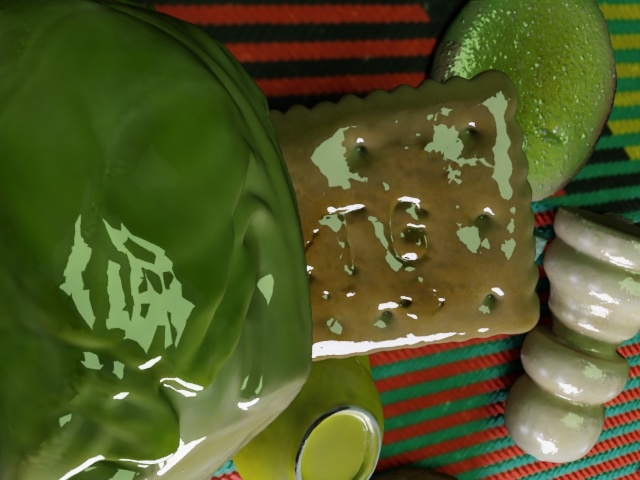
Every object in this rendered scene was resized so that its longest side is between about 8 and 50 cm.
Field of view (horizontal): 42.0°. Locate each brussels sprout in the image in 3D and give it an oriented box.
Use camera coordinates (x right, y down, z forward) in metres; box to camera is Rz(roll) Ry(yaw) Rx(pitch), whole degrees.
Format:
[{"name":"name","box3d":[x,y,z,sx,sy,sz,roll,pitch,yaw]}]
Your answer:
[{"name":"brussels sprout","box3d":[-0.149,-0.003,0.494,0.247,0.328,0.328,-10,110,-49]}]

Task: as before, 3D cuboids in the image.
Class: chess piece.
[{"name":"chess piece","box3d":[0.271,0.104,0.852,0.143,0.143,0.260,9,104,-30]}]

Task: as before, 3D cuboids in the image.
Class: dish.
[{"name":"dish","box3d":[0.002,0.174,0.753,0.149,0.080,0.207,4,104,-29]}]

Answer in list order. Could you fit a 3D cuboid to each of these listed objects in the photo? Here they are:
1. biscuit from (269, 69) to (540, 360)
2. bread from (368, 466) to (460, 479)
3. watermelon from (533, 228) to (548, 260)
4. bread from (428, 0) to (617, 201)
[{"name":"biscuit","box3d":[0.000,0.000,0.641,0.325,0.044,0.217,-8,111,5]},{"name":"bread","box3d":[0.091,0.339,0.823,0.230,0.123,0.230,-7,104,-27]},{"name":"watermelon","box3d":[0.064,-0.026,0.712,0.241,0.154,0.094,24,92,-17]},{"name":"bread","box3d":[0.201,-0.142,0.796,0.229,0.033,0.228,-9,108,-28]}]
